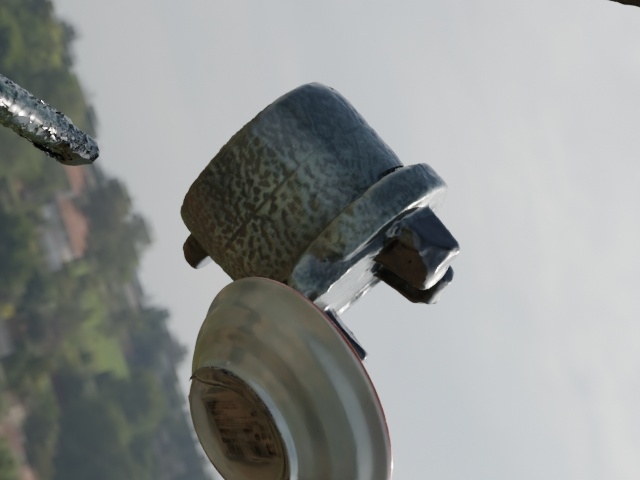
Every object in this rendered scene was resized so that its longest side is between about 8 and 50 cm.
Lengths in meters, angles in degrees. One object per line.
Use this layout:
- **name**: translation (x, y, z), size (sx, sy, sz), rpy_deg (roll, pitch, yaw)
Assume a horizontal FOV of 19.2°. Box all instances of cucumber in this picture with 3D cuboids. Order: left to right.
- **cucumber**: translation (-0.285, -0.122, 1.811), size (0.257, 0.043, 0.044), rpy_deg (34, 56, -66)

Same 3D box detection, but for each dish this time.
- **dish**: translation (-0.052, 0.169, 1.772), size (0.260, 0.085, 0.260), rpy_deg (30, -47, 38)

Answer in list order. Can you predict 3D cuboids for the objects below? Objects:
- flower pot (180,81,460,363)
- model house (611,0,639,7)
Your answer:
- **flower pot**: translation (0.000, 0.000, 2.188), size (0.283, 0.299, 0.299), rpy_deg (46, -10, 8)
- **model house**: translation (0.310, -0.330, 1.350), size (0.271, 0.300, 0.190), rpy_deg (11, -24, 38)
